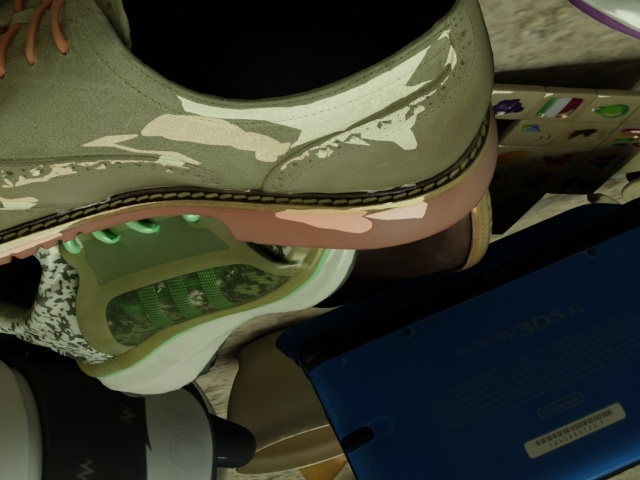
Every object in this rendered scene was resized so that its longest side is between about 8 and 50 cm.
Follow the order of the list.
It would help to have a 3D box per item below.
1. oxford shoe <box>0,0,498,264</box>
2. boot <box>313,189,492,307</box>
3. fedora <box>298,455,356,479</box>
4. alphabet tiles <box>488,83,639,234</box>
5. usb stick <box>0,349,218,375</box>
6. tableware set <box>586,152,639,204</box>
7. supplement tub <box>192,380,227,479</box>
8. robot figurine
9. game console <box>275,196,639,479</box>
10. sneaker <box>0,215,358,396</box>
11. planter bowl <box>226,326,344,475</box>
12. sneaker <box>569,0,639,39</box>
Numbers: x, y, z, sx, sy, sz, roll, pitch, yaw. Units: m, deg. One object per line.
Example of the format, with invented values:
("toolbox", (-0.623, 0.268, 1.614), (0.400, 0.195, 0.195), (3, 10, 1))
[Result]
("oxford shoe", (-0.118, -0.080, 0.728), (0.397, 0.140, 0.146), (-4, 149, 1))
("boot", (0.000, 0.000, 1.140), (0.207, 0.090, 0.248), (-10, 165, -13))
("fedora", (0.016, 0.212, 1.757), (0.079, 0.194, 0.194), (27, 149, -10))
("alphabet tiles", (0.131, -0.055, 1.200), (0.198, 0.009, 0.237), (1, 157, -21))
("usb stick", (-0.219, 0.112, 1.357), (0.278, 0.045, 0.077), (-11, 159, -19))
("tableware set", (0.261, -0.068, 1.288), (0.128, 0.039, 0.194), (-14, 160, 28))
("supplement tub", (-0.201, 0.208, 1.495), (0.200, 0.144, 0.144), (-25, 160, 21))
("robot figurine", (-0.193, 0.177, 1.272), (0.278, 0.209, 0.173), (7, 143, -33))
("game console", (0.138, 0.089, 1.201), (0.293, 0.250, 0.173), (-23, 155, -7))
("sneaker", (-0.108, -0.017, 0.951), (0.182, 0.158, 0.410), (6, 150, -29))
("planter bowl", (-0.019, 0.144, 1.533), (0.162, 0.109, 0.162), (-16, 161, -6))
("sneaker", (0.116, -0.187, 0.750), (0.305, 0.114, 0.152), (6, 127, -45))
